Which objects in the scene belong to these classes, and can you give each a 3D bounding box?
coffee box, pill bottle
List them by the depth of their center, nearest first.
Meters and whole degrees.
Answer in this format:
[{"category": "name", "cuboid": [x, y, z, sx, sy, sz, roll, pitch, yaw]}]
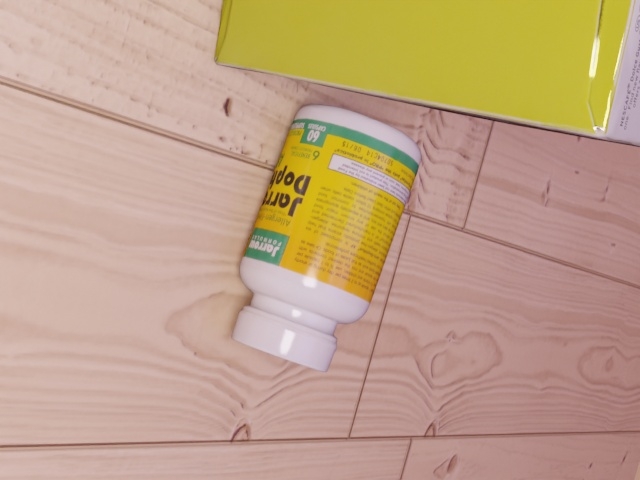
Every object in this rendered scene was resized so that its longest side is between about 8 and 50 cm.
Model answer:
[{"category": "coffee box", "cuboid": [0.166, -0.262, 0.831, 0.334, 0.338, 0.338, -1, 105, -53]}, {"category": "pill bottle", "cuboid": [0.000, 0.000, 0.901, 0.117, 0.118, 0.208, 27, 81, -54]}]
